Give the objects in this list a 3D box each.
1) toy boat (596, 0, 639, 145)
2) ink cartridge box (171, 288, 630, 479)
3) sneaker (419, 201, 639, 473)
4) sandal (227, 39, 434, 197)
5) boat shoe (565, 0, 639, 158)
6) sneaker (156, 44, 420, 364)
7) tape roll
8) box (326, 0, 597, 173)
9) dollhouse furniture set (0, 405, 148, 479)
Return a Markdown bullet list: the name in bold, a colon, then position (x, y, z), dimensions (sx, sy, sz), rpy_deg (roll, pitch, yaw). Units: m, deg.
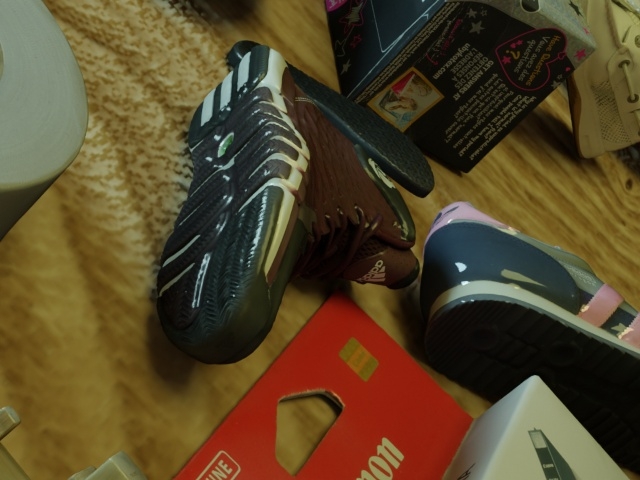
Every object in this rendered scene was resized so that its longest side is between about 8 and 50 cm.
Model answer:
- **toy boat**: position (0.395, -0.167, 1.589), dimensions (0.318, 0.148, 0.267), rpy_deg (-1, 49, -45)
- **ink cartridge box**: position (0.071, 0.157, 0.807), dimensions (0.261, 0.066, 0.296), rpy_deg (47, 28, -2)
- **sneaker**: position (0.203, 0.069, 1.044), dimensions (0.319, 0.112, 0.131), rpy_deg (30, 36, -30)
- **sandal**: position (0.005, -0.082, 1.053), dimensions (0.179, 0.040, 0.067), rpy_deg (34, 22, 6)
- **boat shoe**: position (0.267, -0.179, 1.315), dimensions (0.277, 0.096, 0.098), rpy_deg (66, 18, -58)
- **sneaker**: position (0.000, 0.000, 0.870), dimensions (0.162, 0.106, 0.281), rpy_deg (38, 29, -22)
- **tape roll**: position (-0.224, -0.089, 0.711), dimensions (0.219, 0.072, 0.219), rpy_deg (33, 31, -23)
- **box**: position (0.109, -0.210, 1.210), dimensions (0.142, 0.163, 0.247), rpy_deg (27, 35, -30)
- **dollhouse furniture set**: position (-0.143, 0.112, 0.586), dimensions (0.182, 0.101, 0.161), rpy_deg (50, 4, 6)
